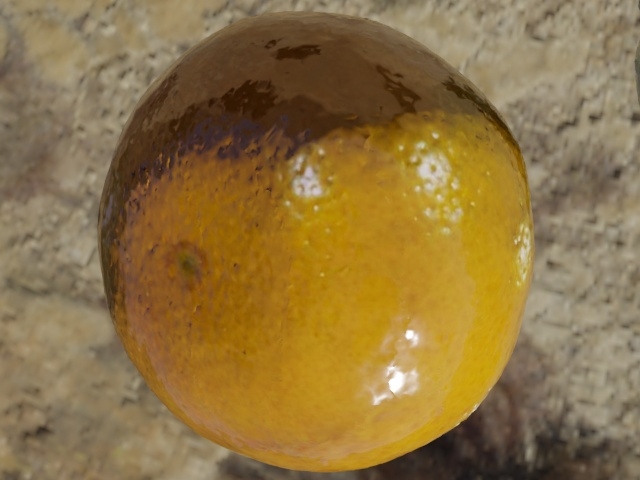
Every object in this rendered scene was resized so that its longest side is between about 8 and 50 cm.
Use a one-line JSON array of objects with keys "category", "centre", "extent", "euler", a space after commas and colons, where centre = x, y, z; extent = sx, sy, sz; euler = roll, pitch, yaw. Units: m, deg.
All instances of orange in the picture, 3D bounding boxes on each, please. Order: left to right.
[{"category": "orange", "centre": [0.000, 0.000, 0.587], "extent": [0.156, 0.124, 0.156], "euler": [7, 100, 41]}]

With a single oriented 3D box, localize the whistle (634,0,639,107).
[{"category": "whistle", "centre": [0.182, -0.120, 0.737], "extent": [0.106, 0.102, 0.253], "euler": [-19, 126, -19]}]
